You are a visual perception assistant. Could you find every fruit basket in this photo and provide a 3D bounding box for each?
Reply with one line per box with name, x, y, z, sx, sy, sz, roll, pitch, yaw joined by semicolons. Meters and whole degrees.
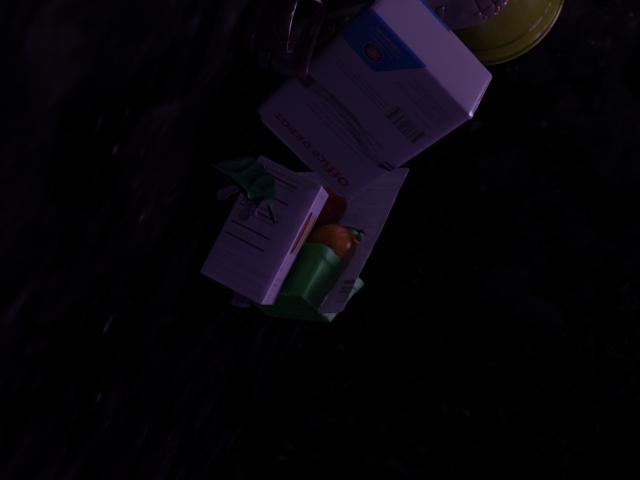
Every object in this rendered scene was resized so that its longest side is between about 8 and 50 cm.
fruit basket;0.000;0.000;1.992;0.165;0.327;0.353;52;55;-35

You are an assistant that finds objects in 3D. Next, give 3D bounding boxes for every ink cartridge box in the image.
ink cartridge box;0.081;-0.234;1.544;0.307;0.223;0.129;-33;-162;45

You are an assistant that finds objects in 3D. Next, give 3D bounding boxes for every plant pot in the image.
plant pot;0.336;-0.613;2.097;0.366;0.366;0.353;-63;160;1

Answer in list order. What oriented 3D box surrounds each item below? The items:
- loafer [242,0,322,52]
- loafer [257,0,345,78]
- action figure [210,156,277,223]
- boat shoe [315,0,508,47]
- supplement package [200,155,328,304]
loafer;-0.028;-0.350;1.353;0.220;0.078;0.080;-61;173;-9
loafer;-0.001;-0.360;1.479;0.267;0.084;0.096;-61;172;-15
action figure;-0.117;-0.092;1.601;0.063;0.137;0.232;-41;-173;14
boat shoe;0.140;-0.411;1.629;0.132;0.355;0.130;90;-15;-62
supplement package;-0.102;-0.016;1.809;0.244;0.134;0.139;-63;173;0
